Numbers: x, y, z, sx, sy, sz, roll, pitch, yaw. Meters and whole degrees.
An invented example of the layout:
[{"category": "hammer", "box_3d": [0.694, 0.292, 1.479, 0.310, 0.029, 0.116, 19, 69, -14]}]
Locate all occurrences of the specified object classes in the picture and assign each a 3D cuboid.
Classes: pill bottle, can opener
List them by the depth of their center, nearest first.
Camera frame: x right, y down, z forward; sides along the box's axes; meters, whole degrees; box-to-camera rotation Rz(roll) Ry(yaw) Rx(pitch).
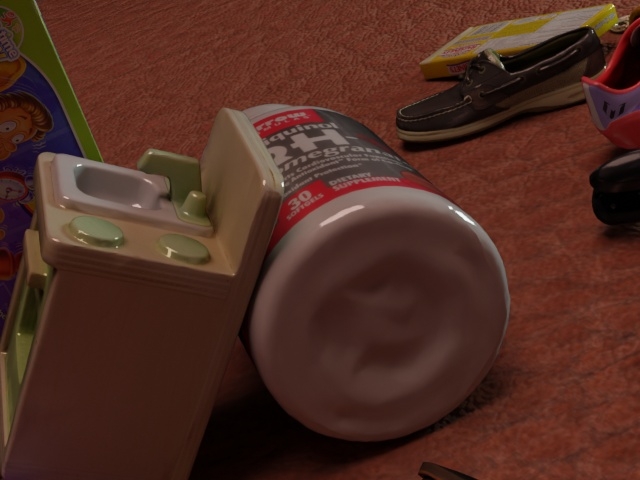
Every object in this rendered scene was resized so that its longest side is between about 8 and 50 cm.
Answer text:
[{"category": "pill bottle", "box_3d": [0.000, 0.000, 0.896, 0.176, 0.176, 0.318, -23, 26, -8]}, {"category": "can opener", "box_3d": [0.302, -0.049, 0.932, 0.186, 0.059, 0.073, -8, -1, 2]}]

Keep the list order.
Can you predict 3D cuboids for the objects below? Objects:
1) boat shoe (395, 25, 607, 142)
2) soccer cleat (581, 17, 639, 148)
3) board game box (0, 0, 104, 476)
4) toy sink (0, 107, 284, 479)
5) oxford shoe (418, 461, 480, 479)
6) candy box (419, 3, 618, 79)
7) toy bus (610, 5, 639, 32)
[{"category": "boat shoe", "box_3d": [0.178, -0.161, 1.210, 0.223, 0.073, 0.080, -15, 25, 7]}, {"category": "soccer cleat", "box_3d": [0.327, -0.187, 1.058, 0.248, 0.095, 0.083, -48, 34, -9]}, {"category": "board game box", "box_3d": [-0.260, 0.002, 0.877, 0.233, 0.347, 0.078, -24, 26, -8]}, {"category": "toy sink", "box_3d": [-0.133, 0.027, 0.790, 0.131, 0.234, 0.153, 12, 22, -22]}, {"category": "oxford shoe", "box_3d": [0.095, 0.173, 0.622, 0.076, 0.076, 0.212, -63, 20, 1]}, {"category": "candy box", "box_3d": [0.217, -0.220, 1.331, 0.205, 0.027, 0.105, 1, 34, 49]}, {"category": "toy bus", "box_3d": [0.387, -0.259, 1.224, 0.202, 0.104, 0.191, -9, 27, 19]}]
